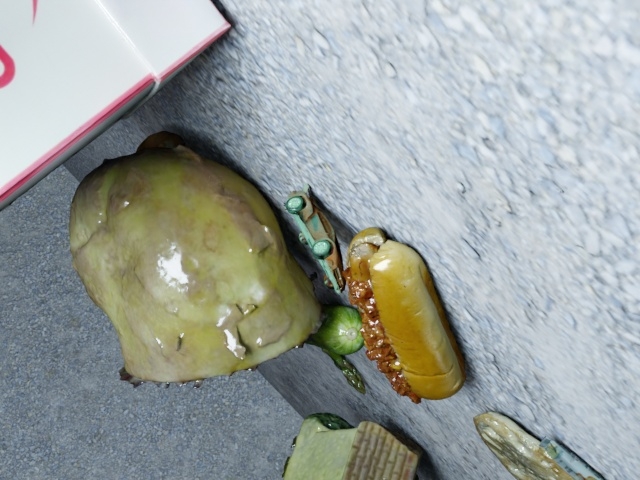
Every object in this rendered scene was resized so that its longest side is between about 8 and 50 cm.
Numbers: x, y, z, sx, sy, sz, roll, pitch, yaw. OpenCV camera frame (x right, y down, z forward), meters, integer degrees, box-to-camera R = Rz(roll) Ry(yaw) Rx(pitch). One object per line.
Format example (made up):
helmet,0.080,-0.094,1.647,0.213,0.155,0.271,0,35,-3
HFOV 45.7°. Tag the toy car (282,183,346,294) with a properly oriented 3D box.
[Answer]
toy car,0.000,0.000,0.749,0.122,0.035,0.059,57,172,41

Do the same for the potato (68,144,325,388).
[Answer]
potato,-0.163,0.002,0.919,0.300,0.289,0.237,-91,-13,-65

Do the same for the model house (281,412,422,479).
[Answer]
model house,0.120,0.446,1.358,0.321,0.261,0.266,36,145,-25

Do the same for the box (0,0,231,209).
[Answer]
box,-0.316,-0.198,0.666,0.312,0.300,0.314,52,165,-16

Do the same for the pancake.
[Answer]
pancake,0.225,0.238,0.820,0.151,0.025,0.151,45,165,15

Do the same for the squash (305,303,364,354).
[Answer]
squash,0.010,0.120,1.047,0.066,0.066,0.229,49,166,-6

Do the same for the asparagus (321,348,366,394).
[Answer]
asparagus,0.008,0.166,1.245,0.236,0.027,0.034,54,175,-22

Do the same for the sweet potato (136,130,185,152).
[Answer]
sweet potato,-0.238,-0.085,1.143,0.106,0.095,0.354,5,166,-1

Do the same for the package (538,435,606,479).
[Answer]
package,0.255,0.226,0.721,0.110,0.015,0.037,41,159,19

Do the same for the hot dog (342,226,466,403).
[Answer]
hot dog,0.079,0.089,0.744,0.102,0.076,0.249,30,156,39
